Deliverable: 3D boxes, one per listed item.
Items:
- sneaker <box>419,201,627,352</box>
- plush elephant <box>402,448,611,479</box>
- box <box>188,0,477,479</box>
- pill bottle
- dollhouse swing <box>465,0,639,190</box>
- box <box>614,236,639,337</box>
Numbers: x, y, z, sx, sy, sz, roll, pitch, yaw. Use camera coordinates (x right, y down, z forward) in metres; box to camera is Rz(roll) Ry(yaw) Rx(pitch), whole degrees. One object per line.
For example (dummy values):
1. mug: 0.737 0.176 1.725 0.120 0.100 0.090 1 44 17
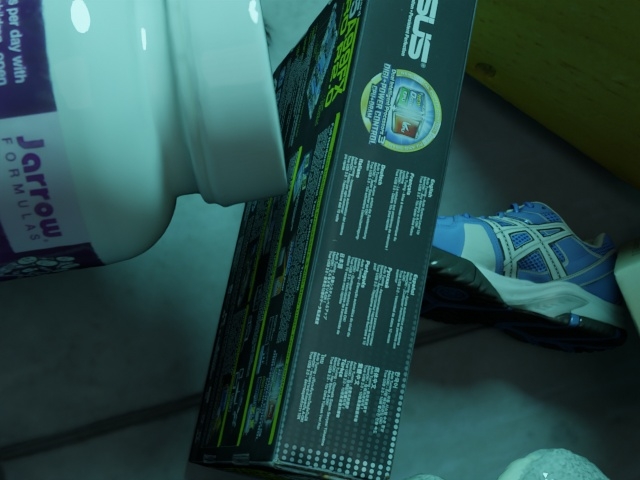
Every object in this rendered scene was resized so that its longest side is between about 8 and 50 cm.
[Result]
1. sneaker: 0.111 0.013 0.747 0.211 0.080 0.081 19 68 -24
2. plush elephant: 0.039 0.266 0.543 0.255 0.330 0.272 -32 94 -16
3. box: 0.000 0.000 0.636 0.060 0.216 0.270 15 75 -15
4. pill bottle: -0.173 -0.062 0.581 0.301 0.169 0.169 -9 82 -1
5. dollhouse swing: 0.253 -0.269 0.705 0.315 0.347 0.305 33 61 -9
6. box: 0.349 0.009 0.682 0.311 0.148 0.121 -23 90 17
